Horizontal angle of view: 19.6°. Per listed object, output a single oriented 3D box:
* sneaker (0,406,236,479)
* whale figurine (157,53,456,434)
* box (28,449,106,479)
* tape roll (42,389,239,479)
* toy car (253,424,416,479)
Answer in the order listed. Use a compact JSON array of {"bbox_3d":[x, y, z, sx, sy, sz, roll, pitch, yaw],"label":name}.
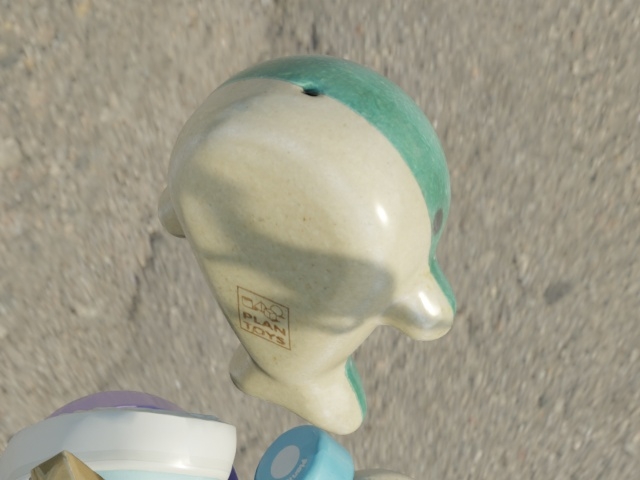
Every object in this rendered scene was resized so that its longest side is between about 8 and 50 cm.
[{"bbox_3d":[-0.158,0.212,1.183,0.135,0.366,0.150,6,66,-30],"label":"sneaker"},{"bbox_3d":[0.000,0.000,1.196,0.216,0.272,0.141,21,46,22],"label":"whale figurine"},{"bbox_3d":[-0.037,0.191,0.687,0.021,0.164,0.201,-30,55,5],"label":"box"},{"bbox_3d":[-0.161,0.221,1.509,0.189,0.080,0.189,-1,95,-12],"label":"tape roll"},{"bbox_3d":[0.015,0.304,1.368,0.210,0.219,0.238,-38,31,15],"label":"toy car"}]
